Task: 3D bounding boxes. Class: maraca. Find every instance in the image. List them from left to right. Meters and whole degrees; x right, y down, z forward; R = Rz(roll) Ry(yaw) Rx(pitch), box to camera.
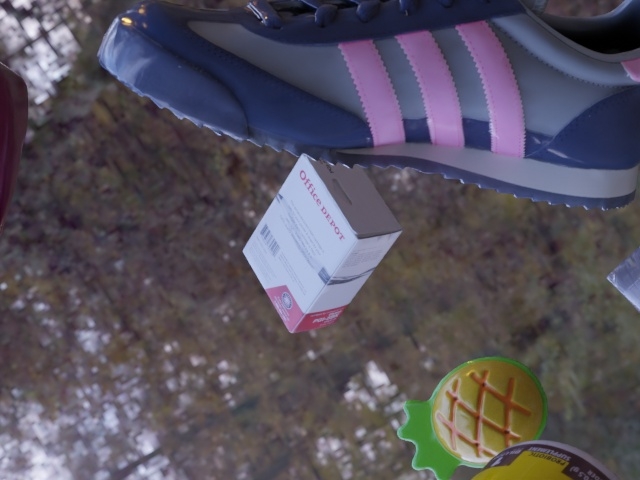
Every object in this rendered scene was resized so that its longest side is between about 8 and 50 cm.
[{"bbox_3d":[0.181,0.212,1.547,0.127,0.186,0.099,66,-162,12],"label":"maraca"}]

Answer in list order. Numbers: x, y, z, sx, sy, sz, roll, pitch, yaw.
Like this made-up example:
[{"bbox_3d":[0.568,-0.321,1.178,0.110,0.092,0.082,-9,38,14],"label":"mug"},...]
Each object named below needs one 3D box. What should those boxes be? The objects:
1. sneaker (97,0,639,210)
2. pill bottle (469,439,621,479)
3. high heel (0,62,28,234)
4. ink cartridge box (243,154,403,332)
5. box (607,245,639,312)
[{"bbox_3d":[0.047,-0.107,0.681,0.319,0.131,0.112,7,-155,-26],"label":"sneaker"},{"bbox_3d":[0.096,0.212,0.757,0.215,0.117,0.117,-31,-89,-46],"label":"pill bottle"},{"bbox_3d":[-0.242,0.055,0.882,0.181,0.127,0.377,-7,-84,-60],"label":"high heel"},{"bbox_3d":[0.000,0.000,1.136,0.056,0.135,0.099,-9,-123,-39],"label":"ink cartridge box"},{"bbox_3d":[0.389,0.121,1.220,0.231,0.056,0.183,41,-172,-31],"label":"box"}]
